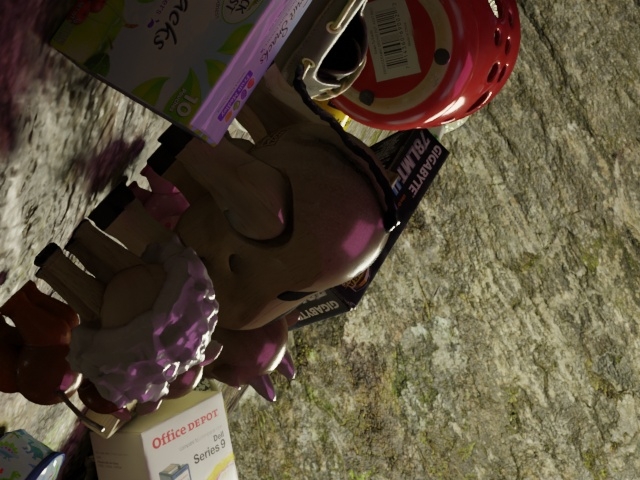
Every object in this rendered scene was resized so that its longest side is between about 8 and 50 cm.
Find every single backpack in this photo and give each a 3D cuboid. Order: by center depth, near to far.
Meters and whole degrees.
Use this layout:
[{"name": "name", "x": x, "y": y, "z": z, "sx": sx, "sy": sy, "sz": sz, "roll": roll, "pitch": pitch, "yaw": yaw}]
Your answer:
[{"name": "backpack", "x": -0.259, "y": 0.221, "z": 0.976, "sx": 0.114, "sy": 0.084, "sz": 0.105, "roll": -60, "pitch": 177, "yaw": 1}]

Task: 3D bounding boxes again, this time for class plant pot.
[{"name": "plant pot", "x": 0.086, "y": -0.201, "z": 1.154, "sx": 0.191, "sy": 0.191, "sz": 0.174, "roll": -59, "pitch": 166, "yaw": 24}]

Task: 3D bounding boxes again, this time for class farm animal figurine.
[{"name": "farm animal figurine", "x": -0.047, "y": 0.004, "z": 0.755, "sx": 0.330, "sy": 0.172, "sz": 0.327, "roll": -49, "pitch": -172, "yaw": -26}]

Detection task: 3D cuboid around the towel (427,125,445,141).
[{"name": "towel", "x": 0.050, "y": -0.040, "z": 1.706, "sx": 0.248, "sy": 0.038, "sz": 0.325, "roll": -26, "pitch": -156, "yaw": 53}]

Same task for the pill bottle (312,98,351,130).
[{"name": "pill bottle", "x": 0.013, "y": -0.162, "z": 1.331, "sx": 0.116, "sy": 0.065, "sz": 0.065, "roll": -61, "pitch": 174, "yaw": 29}]

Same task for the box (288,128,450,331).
[{"name": "box", "x": 0.000, "y": 0.000, "z": 1.541, "sx": 0.295, "sy": 0.073, "sz": 0.293, "roll": -25, "pitch": -154, "yaw": 50}]

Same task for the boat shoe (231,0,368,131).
[{"name": "boat shoe", "x": -0.008, "y": -0.165, "z": 0.956, "sx": 0.109, "sy": 0.091, "sz": 0.305, "roll": -54, "pitch": 174, "yaw": -29}]

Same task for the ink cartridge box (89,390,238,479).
[{"name": "ink cartridge box", "x": -0.179, "y": 0.301, "z": 1.405, "sx": 0.154, "sy": 0.093, "sz": 0.212, "roll": -21, "pitch": 102, "yaw": -55}]

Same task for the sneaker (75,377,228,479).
[{"name": "sneaker", "x": -0.239, "y": 0.308, "z": 1.474, "sx": 0.182, "sy": 0.158, "sz": 0.410, "roll": 95, "pitch": 21, "yaw": -49}]

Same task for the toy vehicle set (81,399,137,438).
[{"name": "toy vehicle set", "x": -0.180, "y": 0.120, "z": 1.382, "sx": 0.166, "sy": 0.035, "sz": 0.267, "roll": -58, "pitch": 175, "yaw": 14}]

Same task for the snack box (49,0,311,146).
[{"name": "snack box", "x": -0.059, "y": -0.132, "z": 0.598, "sx": 0.141, "sy": 0.100, "sz": 0.037, "roll": -58, "pitch": 157, "yaw": -3}]

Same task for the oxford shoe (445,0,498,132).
[{"name": "oxford shoe", "x": 0.163, "y": -0.305, "z": 1.634, "sx": 0.449, "sy": 0.169, "sz": 0.130, "roll": 92, "pitch": -11, "yaw": -65}]
